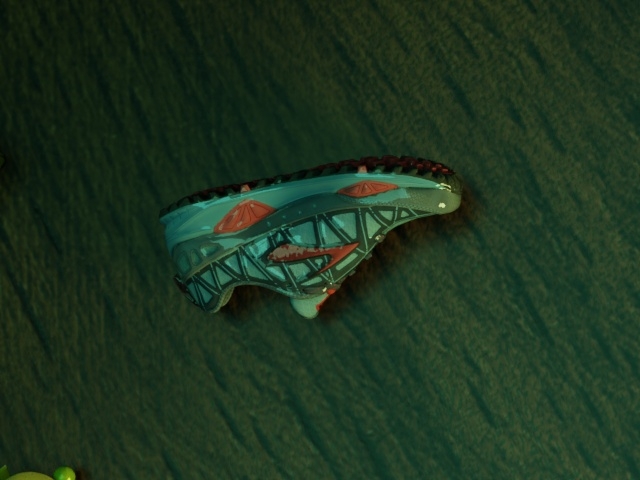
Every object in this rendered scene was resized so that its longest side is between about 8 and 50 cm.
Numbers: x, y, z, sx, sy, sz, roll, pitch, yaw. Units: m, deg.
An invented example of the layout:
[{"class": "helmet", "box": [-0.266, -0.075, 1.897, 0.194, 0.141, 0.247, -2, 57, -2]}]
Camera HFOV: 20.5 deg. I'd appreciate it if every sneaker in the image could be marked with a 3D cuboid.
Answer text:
[{"class": "sneaker", "box": [0.000, 0.000, 1.495, 0.261, 0.104, 0.125, -11, 96, 17]}]

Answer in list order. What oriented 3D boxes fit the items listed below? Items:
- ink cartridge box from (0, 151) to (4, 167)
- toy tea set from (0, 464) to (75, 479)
[{"class": "ink cartridge box", "box": [-0.448, -0.074, 1.608, 0.255, 0.097, 0.189, 35, 91, 16]}, {"class": "toy tea set", "box": [-0.280, 0.317, 1.417, 0.200, 0.124, 0.336, 45, 58, 10]}]
